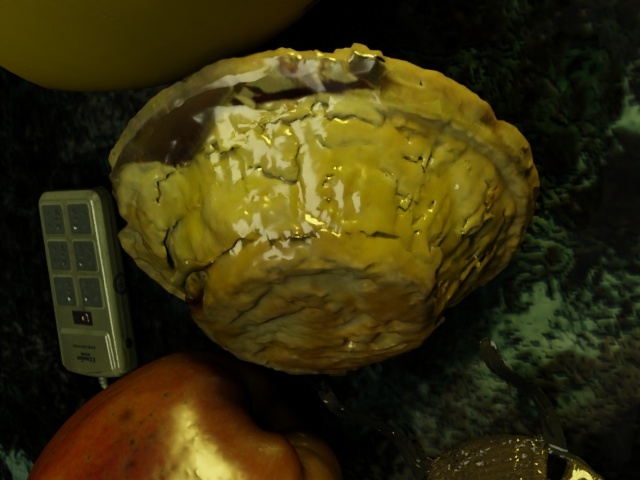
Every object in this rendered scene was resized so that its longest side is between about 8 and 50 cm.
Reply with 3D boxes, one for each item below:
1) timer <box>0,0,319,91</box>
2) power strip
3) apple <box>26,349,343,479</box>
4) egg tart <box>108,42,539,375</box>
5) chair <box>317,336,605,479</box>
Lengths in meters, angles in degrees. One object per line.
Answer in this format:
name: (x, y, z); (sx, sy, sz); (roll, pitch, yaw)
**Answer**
timer: (-0.088, -0.274, 0.464); (0.376, 0.376, 0.387); (38, 96, 23)
power strip: (-0.189, 0.041, 0.785); (0.076, 0.028, 0.168); (-1, 101, 35)
apple: (-0.093, 0.196, 0.645); (0.234, 0.234, 0.234); (10, 107, 34)
egg tart: (0.000, 0.000, 0.521); (0.241, 0.241, 0.106); (-29, 44, 37)
chair: (0.100, 0.185, 0.576); (0.174, 0.149, 0.213); (-21, 130, 35)
